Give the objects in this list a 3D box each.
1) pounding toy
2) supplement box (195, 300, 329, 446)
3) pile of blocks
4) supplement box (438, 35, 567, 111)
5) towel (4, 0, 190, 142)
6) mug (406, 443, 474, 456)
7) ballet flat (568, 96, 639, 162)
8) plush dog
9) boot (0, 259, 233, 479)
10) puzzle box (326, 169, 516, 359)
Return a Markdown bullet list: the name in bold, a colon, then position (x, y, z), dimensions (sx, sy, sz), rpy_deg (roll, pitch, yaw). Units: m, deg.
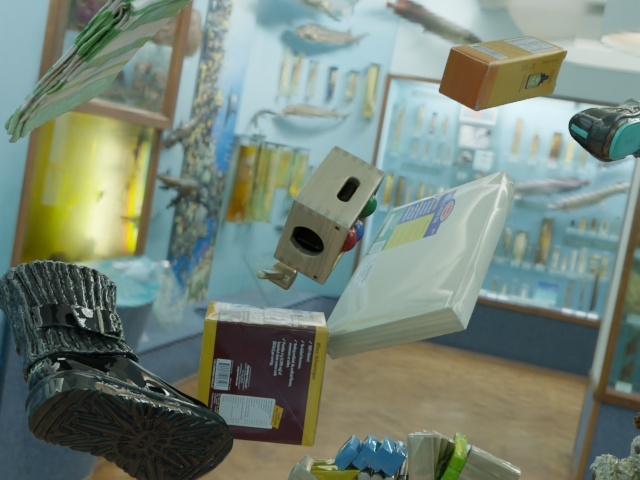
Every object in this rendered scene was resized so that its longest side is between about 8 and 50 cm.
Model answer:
- **pounding toy**: position (-0.005, 0.009, 1.200), dimensions (0.094, 0.206, 0.181), rpy_deg (29, 48, 6)
- **supplement box**: position (-0.096, 0.211, 1.407), dimensions (0.194, 0.191, 0.129), rpy_deg (7, 8, -5)
- **pile of blocks**: position (0.133, 0.356, 1.401), dimensions (0.362, 0.148, 0.112), rpy_deg (2, 14, 10)
- **supplement box**: position (0.284, -0.259, 1.336), dimensions (0.233, 0.078, 0.080), rpy_deg (-17, 40, -43)
- **towel**: position (-0.292, -0.268, 1.233), dimensions (0.325, 0.038, 0.248), rpy_deg (-34, 9, 37)
- **mug**: position (0.280, 0.576, 1.734), dimensions (0.374, 0.276, 0.328), rpy_deg (52, 11, 7)
- **ballet flat**: position (0.462, -0.170, 1.291), dimensions (0.280, 0.095, 0.096), rpy_deg (-4, 28, -44)
- **plush dog**: position (0.643, 0.426, 1.613), dimensions (0.211, 0.225, 0.262), rpy_deg (6, 12, -3)
- **boot**: position (-0.279, 0.179, 1.212), dimensions (0.348, 0.131, 0.260), rpy_deg (41, 11, -44)
- **puzzle box**: position (0.183, 0.037, 1.554), dimensions (0.272, 0.052, 0.409), rpy_deg (-19, 25, 37)
